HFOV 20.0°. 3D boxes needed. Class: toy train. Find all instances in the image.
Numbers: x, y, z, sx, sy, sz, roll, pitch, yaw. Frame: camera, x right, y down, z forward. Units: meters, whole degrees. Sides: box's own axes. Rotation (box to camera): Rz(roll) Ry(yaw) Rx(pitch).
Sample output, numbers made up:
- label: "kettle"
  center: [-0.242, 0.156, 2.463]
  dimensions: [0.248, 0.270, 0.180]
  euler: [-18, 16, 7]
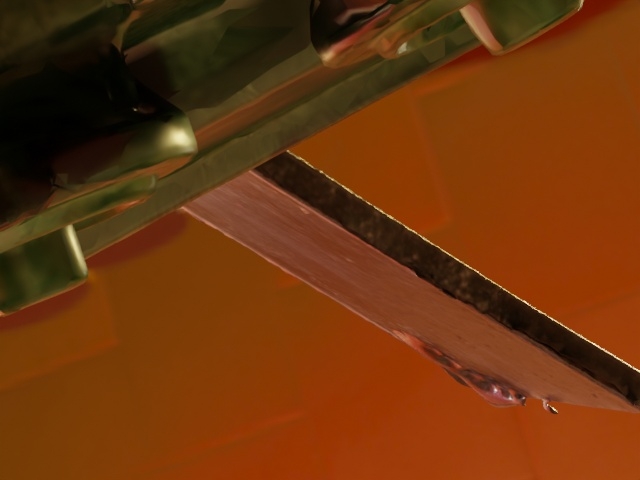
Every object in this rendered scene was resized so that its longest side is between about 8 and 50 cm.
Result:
- label: "toy train"
  center: [-0.042, -0.078, 0.413]
  dimensions: [0.266, 0.145, 0.202]
  euler: [-28, -179, -2]

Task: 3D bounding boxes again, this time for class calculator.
- label: "calculator"
  center: [0.000, 0.000, 0.719]
  dimensions: [0.262, 0.021, 0.161]
  euler: [32, 169, -17]
